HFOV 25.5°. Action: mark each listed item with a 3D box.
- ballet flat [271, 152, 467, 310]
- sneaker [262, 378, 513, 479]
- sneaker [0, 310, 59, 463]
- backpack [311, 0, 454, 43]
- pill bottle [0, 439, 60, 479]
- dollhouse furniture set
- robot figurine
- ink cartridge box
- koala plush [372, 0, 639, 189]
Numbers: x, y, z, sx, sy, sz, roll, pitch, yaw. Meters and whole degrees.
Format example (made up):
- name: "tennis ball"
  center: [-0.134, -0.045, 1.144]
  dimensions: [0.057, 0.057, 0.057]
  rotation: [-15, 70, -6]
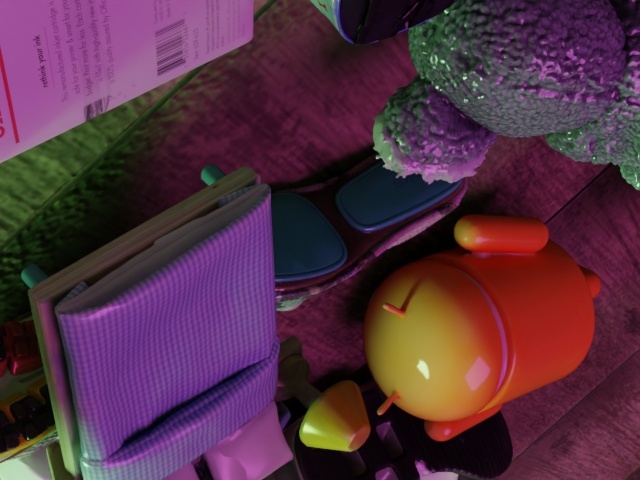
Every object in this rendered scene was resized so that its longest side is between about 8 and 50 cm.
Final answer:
- name: "ballet flat"
  center: [0.000, 0.000, 0.896]
  dimensions: [0.221, 0.077, 0.079]
  rotation: [-25, 158, -34]
- name: "sneaker"
  center: [0.035, 0.185, 1.199]
  dimensions: [0.146, 0.122, 0.330]
  rotation: [-35, 161, 34]
- name: "sneaker"
  center: [-0.146, 0.068, 0.816]
  dimensions: [0.225, 0.088, 0.092]
  rotation: [-18, 169, -39]
- name: "backpack"
  center: [0.032, -0.159, 0.669]
  dimensions: [0.105, 0.084, 0.114]
  rotation: [-23, 144, -30]
- name: "pill bottle"
  center: [-0.208, 0.185, 0.880]
  dimensions: [0.169, 0.094, 0.094]
  rotation: [-50, 152, 20]
- name: "dollhouse furniture set"
  center: [-0.072, 0.091, 0.629]
  dimensions: [0.303, 0.198, 0.286]
  rotation: [-31, 145, -29]
- name: "robot figurine"
  center: [0.122, 0.063, 1.086]
  dimensions: [0.219, 0.128, 0.158]
  rotation: [-16, 160, -42]
- name: "ink cartridge box"
  center: [-0.118, -0.100, 0.594]
  dimensions: [0.180, 0.060, 0.104]
  rotation: [-29, 152, -21]
- name: "koala plush"
  center: [0.143, -0.112, 0.798]
  dimensions: [0.221, 0.203, 0.196]
  rotation: [1, 133, -37]
